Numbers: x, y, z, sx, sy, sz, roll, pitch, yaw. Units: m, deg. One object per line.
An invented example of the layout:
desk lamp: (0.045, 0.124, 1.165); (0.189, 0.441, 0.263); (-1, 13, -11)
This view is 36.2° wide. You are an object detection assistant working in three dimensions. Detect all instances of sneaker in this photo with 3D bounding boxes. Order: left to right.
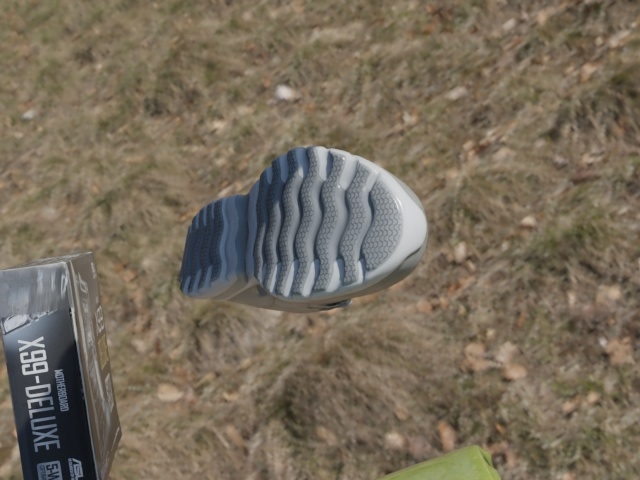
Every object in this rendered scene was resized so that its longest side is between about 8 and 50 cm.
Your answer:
sneaker: (0.000, 0.000, 0.715); (0.281, 0.115, 0.105); (-6, 74, 60)

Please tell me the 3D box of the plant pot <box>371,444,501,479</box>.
plant pot: (0.010, 0.235, 0.472); (0.254, 0.276, 0.276); (-29, 12, 3)

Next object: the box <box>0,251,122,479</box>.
box: (-0.285, 0.140, 1.095); (0.076, 0.242, 0.307); (-8, 2, -8)
